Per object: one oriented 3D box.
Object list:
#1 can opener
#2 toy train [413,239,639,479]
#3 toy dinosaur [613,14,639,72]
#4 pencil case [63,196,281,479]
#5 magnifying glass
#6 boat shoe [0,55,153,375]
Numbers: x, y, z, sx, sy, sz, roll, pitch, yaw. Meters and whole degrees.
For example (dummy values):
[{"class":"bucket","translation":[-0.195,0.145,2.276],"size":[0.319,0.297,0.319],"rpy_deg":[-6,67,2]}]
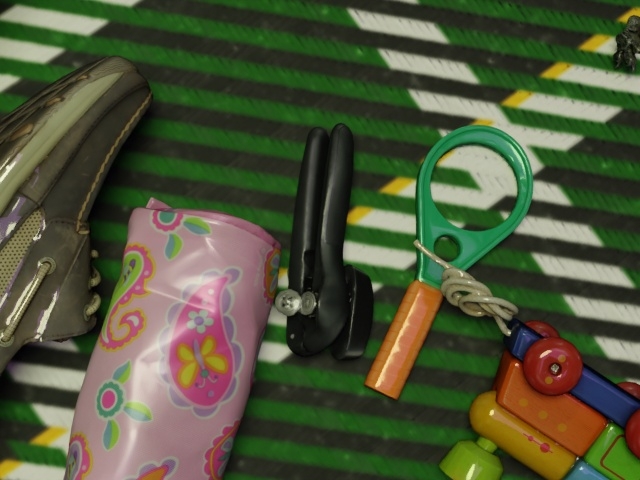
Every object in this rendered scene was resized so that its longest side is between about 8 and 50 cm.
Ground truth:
[{"class":"can opener","translation":[0.000,0.000,0.817],"size":[0.059,0.073,0.186],"rpy_deg":[-9,77,33]},{"class":"toy train","translation":[0.135,0.126,0.788],"size":[0.248,0.105,0.143],"rpy_deg":[33,94,1]},{"class":"toy dinosaur","translation":[0.288,-0.205,0.859],"size":[0.118,0.064,0.268],"rpy_deg":[-18,83,-21]},{"class":"pencil case","translation":[-0.115,0.111,0.757],"size":[0.124,0.124,0.284],"rpy_deg":[14,81,-2]},{"class":"magnifying glass","translation":[0.095,0.015,0.833],"size":[0.092,0.026,0.231],"rpy_deg":[26,79,-1]},{"class":"boat shoe","translation":[-0.230,0.024,0.757],"size":[0.130,0.132,0.355],"rpy_deg":[44,74,-28]}]
